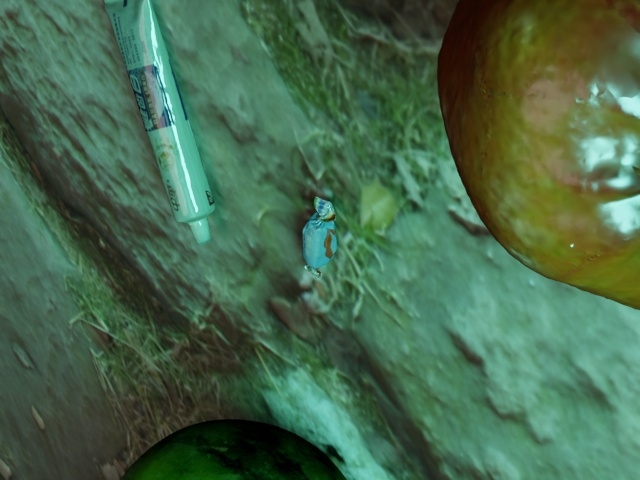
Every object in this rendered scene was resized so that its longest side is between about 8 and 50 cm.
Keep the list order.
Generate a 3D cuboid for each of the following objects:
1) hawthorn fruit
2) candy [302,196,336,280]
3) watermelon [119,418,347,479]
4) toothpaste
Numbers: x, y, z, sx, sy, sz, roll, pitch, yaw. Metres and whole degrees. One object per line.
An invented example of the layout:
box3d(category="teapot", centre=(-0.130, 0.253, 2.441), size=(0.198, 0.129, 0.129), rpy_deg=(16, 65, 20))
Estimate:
box3d(category="hawthorn fruit", centre=(0.164, -0.094, 0.944), size=(0.261, 0.224, 0.224), rpy_deg=(-121, 25, -51))
box3d(category="candy", centre=(0.001, 0.000, 1.379), size=(0.030, 0.020, 0.083), rpy_deg=(40, 142, 32))
box3d(category="watermelon", centre=(-0.075, 0.276, 1.484), size=(0.242, 0.242, 0.242), rpy_deg=(33, 137, 37))
box3d(category="toothpaste", centre=(-0.134, -0.106, 1.475), size=(0.060, 0.038, 0.233), rpy_deg=(-4, 107, 50))
